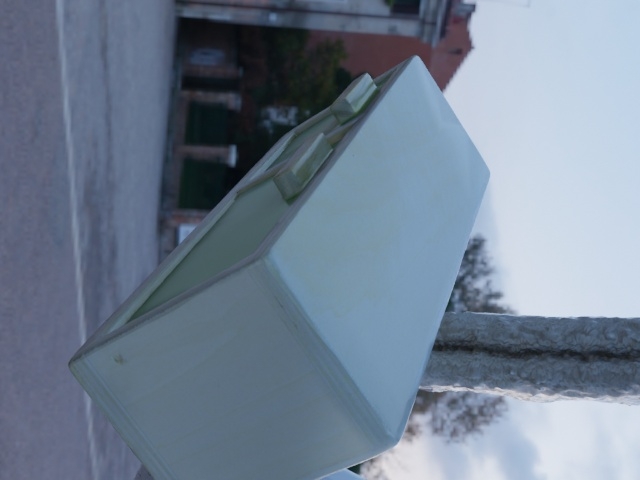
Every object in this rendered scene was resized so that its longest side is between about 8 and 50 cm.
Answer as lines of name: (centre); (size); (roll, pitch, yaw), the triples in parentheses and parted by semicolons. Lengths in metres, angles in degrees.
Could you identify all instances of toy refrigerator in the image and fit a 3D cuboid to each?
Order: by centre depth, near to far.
toy refrigerator: (0.000, 0.000, 0.462); (0.094, 0.102, 0.269); (56, 28, -12)

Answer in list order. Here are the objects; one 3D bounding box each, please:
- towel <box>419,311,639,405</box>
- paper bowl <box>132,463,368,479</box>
towel: (0.143, 0.072, 0.557); (0.187, 0.282, 0.049); (15, 76, -57)
paper bowl: (-0.025, 0.250, 0.804); (0.148, 0.284, 0.284); (-63, -178, -11)
